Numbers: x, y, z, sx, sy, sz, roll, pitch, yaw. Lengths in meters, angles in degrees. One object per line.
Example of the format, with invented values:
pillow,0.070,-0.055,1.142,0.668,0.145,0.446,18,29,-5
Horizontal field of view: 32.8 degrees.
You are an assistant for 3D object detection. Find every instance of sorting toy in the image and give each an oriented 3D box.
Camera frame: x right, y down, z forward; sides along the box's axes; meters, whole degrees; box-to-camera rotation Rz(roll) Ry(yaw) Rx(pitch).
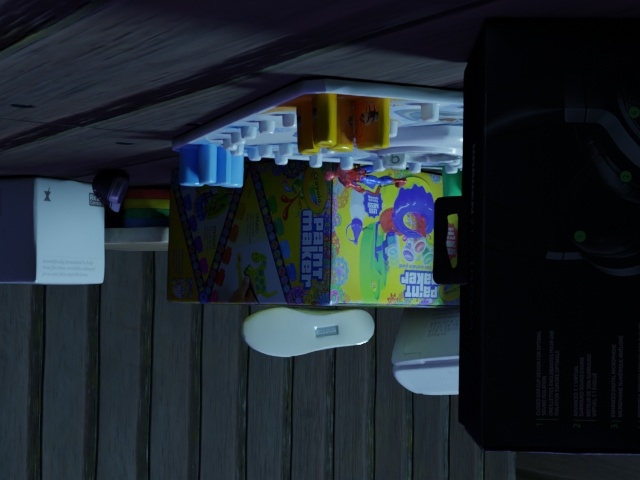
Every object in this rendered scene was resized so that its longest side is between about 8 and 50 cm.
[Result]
sorting toy,-0.283,-0.033,1.760,0.255,0.090,0.257,-1,177,26

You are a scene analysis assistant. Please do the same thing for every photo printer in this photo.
photo printer,0.246,0.060,1.510,0.256,0.308,0.107,-10,138,35

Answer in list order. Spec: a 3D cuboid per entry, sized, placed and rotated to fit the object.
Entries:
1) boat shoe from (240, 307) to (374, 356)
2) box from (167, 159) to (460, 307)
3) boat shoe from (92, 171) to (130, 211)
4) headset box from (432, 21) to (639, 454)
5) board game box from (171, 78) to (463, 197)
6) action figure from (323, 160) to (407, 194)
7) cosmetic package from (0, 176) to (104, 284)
boat shoe,-0.022,0.116,1.451,0.184,0.066,0.063,-8,179,-21
box,0.000,0.000,1.423,0.279,0.177,0.290,-1,176,40
boat shoe,-0.286,-0.071,1.479,0.040,0.049,0.142,20,173,-7
headset box,0.211,0.003,0.659,0.282,0.247,0.131,0,177,2
board game box,0.095,-0.081,1.029,0.389,0.050,0.390,2,177,-23
action figure,0.049,-0.075,1.244,0.115,0.038,0.030,-2,167,-43
cosmetic package,-0.437,-0.011,1.602,0.183,0.152,0.151,-1,178,28
